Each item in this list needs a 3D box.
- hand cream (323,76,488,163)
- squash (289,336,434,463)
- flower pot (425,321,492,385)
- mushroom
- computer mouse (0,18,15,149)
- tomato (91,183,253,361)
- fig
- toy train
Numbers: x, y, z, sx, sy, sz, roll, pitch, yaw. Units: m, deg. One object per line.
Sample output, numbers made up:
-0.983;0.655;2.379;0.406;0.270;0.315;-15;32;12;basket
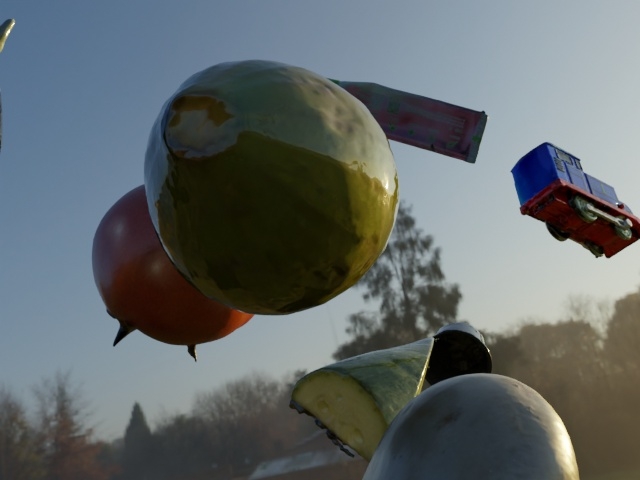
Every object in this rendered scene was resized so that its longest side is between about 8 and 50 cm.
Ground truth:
0.120;-0.198;1.152;0.275;0.079;0.050;17;20;4;hand cream
0.113;0.172;0.871;0.252;0.093;0.169;-5;24;-43;squash
0.306;0.255;1.645;0.157;0.158;0.107;-18;9;19;flower pot
0.131;0.204;0.507;0.215;0.207;0.207;17;-17;5;mushroom
-0.352;-0.012;0.612;0.199;0.389;0.115;28;-9;36;computer mouse
-0.197;0.031;1.048;0.255;0.256;0.225;2;-64;-39;tomato
-0.058;-0.054;0.671;0.239;0.240;0.271;-18;-25;19;fig
0.394;-0.055;1.122;0.204;0.131;0.083;20;-44;-29;toy train
